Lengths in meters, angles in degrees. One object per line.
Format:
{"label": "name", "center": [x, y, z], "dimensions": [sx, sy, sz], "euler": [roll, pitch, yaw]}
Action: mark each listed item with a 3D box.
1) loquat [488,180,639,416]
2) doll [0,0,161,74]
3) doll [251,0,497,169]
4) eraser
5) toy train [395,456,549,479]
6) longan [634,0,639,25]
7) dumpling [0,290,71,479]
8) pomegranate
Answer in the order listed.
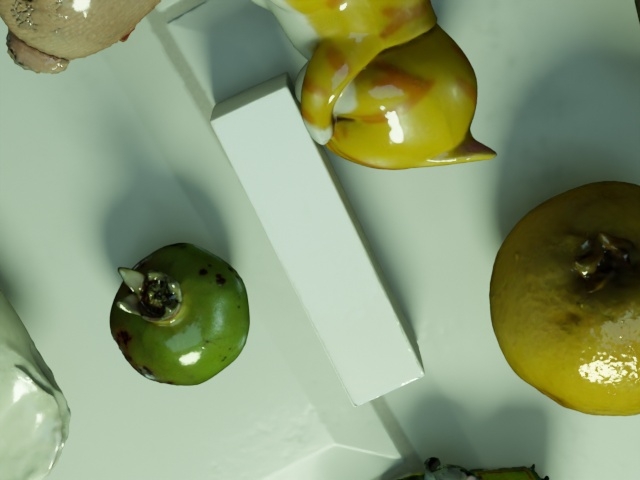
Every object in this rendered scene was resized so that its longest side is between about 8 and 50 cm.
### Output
{"label": "loquat", "center": [0.249, 0.051, 1.169], "dimensions": [0.208, 0.208, 0.208], "euler": [0, 107, -2]}
{"label": "doll", "center": [-0.246, -0.289, 1.075], "dimensions": [0.201, 0.156, 0.303], "euler": [-33, 101, 15]}
{"label": "doll", "center": [0.031, -0.178, 1.105], "dimensions": [0.162, 0.166, 0.270], "euler": [-22, 110, -8]}
{"label": "eraser", "center": [0.000, 0.001, 1.206], "dimensions": [0.076, 0.078, 0.298], "euler": [-25, 106, 6]}
{"label": "toy train", "center": [0.149, 0.334, 1.290], "dimensions": [0.177, 0.134, 0.261], "euler": [-3, 108, -10]}
{"label": "longan", "center": [0.406, -0.210, 1.013], "dimensions": [0.361, 0.361, 0.361], "euler": [0, 107, -2]}
{"label": "dumpling", "center": [-0.405, 0.095, 1.179], "dimensions": [0.260, 0.181, 0.341], "euler": [-33, 128, 17]}
{"label": "pomegranate", "center": [-0.133, 0.071, 1.185], "dimensions": [0.129, 0.159, 0.129], "euler": [4, 99, 24]}
